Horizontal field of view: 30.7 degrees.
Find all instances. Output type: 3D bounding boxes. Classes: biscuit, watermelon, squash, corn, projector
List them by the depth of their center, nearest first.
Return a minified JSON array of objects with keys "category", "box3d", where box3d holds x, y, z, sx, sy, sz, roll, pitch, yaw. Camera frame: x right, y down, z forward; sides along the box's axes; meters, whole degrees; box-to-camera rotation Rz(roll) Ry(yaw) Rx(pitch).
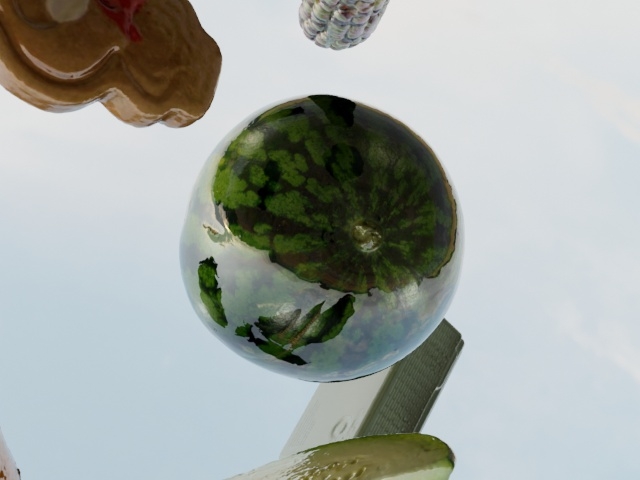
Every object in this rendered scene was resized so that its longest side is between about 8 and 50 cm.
[{"category":"biscuit","box3d":[-0.217,-0.202,0.900,0.334,0.047,0.202,32,-128,-26]},{"category":"squash","box3d":[-0.037,0.217,0.993,0.203,0.289,0.111,35,-159,4]},{"category":"watermelon","box3d":[0.000,0.000,1.144,0.285,0.285,0.285,18,-151,-10]},{"category":"corn","box3d":[0.032,-0.270,1.200,0.092,0.092,0.280,21,168,-4]},{"category":"projector","box3d":[0.074,0.222,1.616,0.099,0.192,0.257,43,-123,-19]}]

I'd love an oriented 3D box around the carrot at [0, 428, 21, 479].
[{"category":"carrot","box3d":[-0.454,0.182,1.202,0.193,0.331,0.214,-34,-133,-16]}]
